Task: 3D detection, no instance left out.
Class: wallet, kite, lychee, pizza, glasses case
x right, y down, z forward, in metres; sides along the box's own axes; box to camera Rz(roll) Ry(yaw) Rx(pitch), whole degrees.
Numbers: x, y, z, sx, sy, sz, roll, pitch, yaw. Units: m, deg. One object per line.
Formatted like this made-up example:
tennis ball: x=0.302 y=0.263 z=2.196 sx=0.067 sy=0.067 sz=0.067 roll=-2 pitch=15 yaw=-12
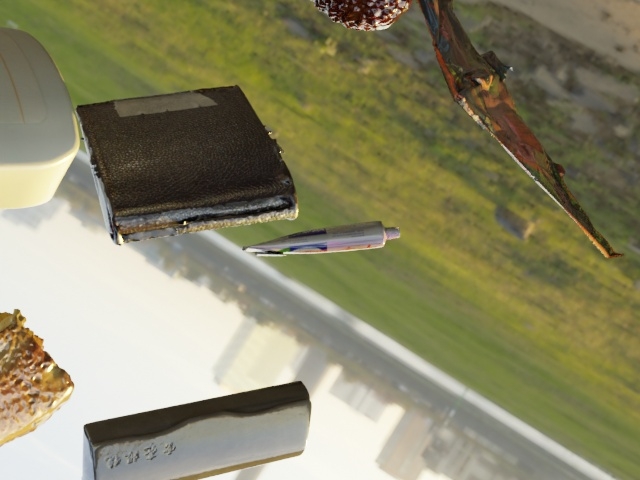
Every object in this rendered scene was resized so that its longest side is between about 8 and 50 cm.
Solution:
wallet: x=-0.166 y=-0.096 z=1.265 sx=0.262 sy=0.220 sz=0.071 roll=-117 pitch=22 yaw=-45
kite: x=0.119 y=-0.107 z=0.726 sx=0.321 sy=0.016 sz=0.234 roll=56 pitch=-160 yaw=-2
lychee: x=0.047 y=-0.280 z=1.102 sx=0.129 sy=0.123 sz=0.123 roll=-6 pitch=-169 yaw=-19
pizza: x=-0.350 y=0.126 z=0.931 sx=0.085 sy=0.161 sz=0.305 roll=19 pitch=-172 yaw=43
glasses case: x=-0.100 y=0.164 z=0.863 sx=0.190 sy=0.072 sz=0.042 roll=-7 pitch=-146 yaw=-28

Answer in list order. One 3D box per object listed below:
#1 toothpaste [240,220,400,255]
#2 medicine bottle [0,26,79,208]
toothpaste: x=0.000 y=0.000 z=1.113 sx=0.169 sy=0.028 sz=0.045 roll=-6 pitch=-179 yaw=-5
medicine bottle: x=-0.383 y=-0.108 z=0.892 sx=0.324 sy=0.124 sz=0.179 roll=-5 pitch=-123 yaw=-44
